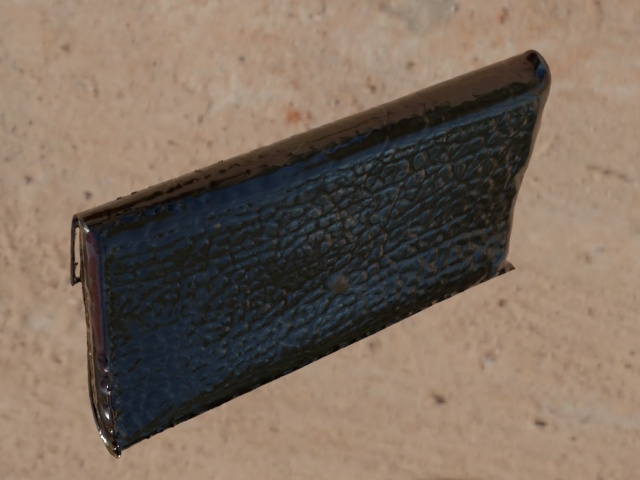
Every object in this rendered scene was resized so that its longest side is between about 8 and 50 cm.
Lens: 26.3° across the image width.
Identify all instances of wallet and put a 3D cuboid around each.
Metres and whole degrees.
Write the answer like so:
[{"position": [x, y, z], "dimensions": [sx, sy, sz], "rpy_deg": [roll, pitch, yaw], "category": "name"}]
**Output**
[{"position": [0.000, 0.000, 0.637], "dimensions": [0.243, 0.039, 0.133], "rpy_deg": [-24, 136, -28], "category": "wallet"}]
